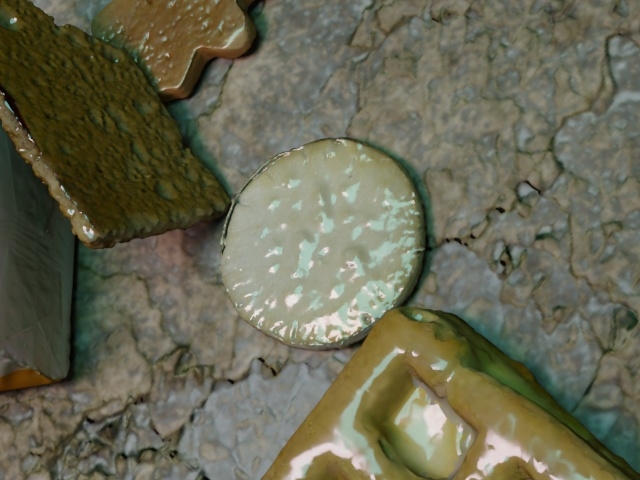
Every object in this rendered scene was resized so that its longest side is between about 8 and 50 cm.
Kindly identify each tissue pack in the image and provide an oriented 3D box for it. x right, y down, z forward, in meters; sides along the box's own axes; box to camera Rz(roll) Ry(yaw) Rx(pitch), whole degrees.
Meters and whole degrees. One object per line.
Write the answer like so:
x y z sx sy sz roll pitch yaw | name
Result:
-0.295 0.018 1.083 0.225 0.124 0.185 -10 64 20 | tissue pack

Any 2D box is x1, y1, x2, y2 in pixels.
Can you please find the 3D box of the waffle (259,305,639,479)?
0.049 0.239 0.875 0.304 0.077 0.348 39 90 31 | waffle

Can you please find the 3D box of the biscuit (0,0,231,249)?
-0.168 -0.098 1.050 0.237 0.131 0.026 54 127 16 | biscuit

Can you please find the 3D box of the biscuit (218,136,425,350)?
0.000 0.000 1.016 0.152 0.020 0.152 -8 69 22 | biscuit

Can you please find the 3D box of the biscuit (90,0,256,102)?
-0.090 -0.187 1.121 0.133 0.027 0.184 23 85 29 | biscuit
